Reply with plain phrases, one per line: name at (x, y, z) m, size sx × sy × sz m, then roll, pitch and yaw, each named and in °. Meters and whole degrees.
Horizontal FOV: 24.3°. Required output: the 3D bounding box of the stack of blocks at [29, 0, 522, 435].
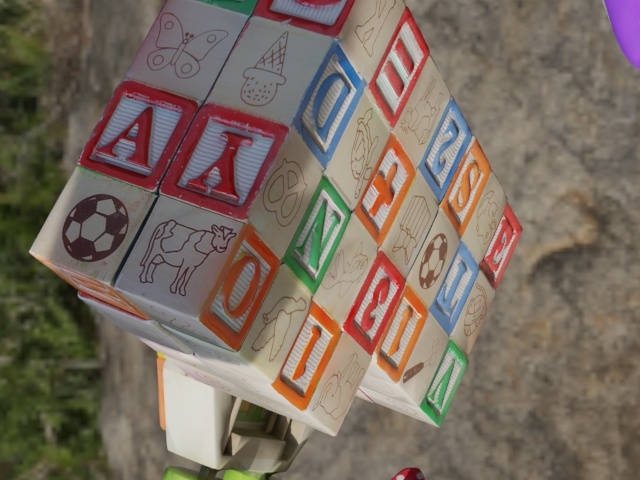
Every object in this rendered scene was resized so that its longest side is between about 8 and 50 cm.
stack of blocks at (0.000, 0.000, 0.728) m, size 0.087 × 0.297 × 0.171 m, roll 19°, pitch 76°, yaw 26°

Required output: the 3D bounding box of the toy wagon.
toy wagon at (-0.017, 0.066, 1.099) m, size 0.068 × 0.344 × 0.267 m, roll 19°, pitch 87°, yaw 18°

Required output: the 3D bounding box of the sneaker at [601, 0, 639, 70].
sneaker at (0.155, -0.211, 0.887) m, size 0.146 × 0.102 × 0.293 m, roll -21°, pitch 61°, yaw 33°

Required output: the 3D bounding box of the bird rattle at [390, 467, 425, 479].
bird rattle at (0.152, 0.360, 1.615) m, size 0.143 × 0.207 × 0.253 m, roll 149°, pitch 103°, yaw -76°
